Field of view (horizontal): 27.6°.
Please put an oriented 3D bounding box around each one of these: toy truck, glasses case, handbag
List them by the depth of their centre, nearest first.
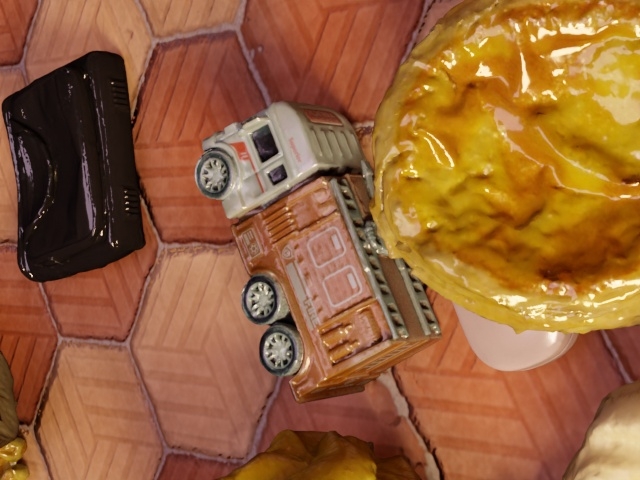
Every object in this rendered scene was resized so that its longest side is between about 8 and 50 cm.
[{"bbox_3d":[0.161,-0.022,1.238,0.113,0.075,0.297,-26,72,38],"label":"glasses case"},{"bbox_3d":[0.000,0.000,1.353,0.162,0.136,0.305,-31,73,32],"label":"toy truck"},{"bbox_3d":[-0.332,-0.092,1.697,0.244,0.088,0.275,-16,81,46],"label":"handbag"}]

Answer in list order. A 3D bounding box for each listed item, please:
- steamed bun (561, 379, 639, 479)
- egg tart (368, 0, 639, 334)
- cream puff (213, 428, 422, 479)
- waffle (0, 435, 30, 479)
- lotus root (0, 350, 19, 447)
[{"bbox_3d":[0.322,0.267,0.989,0.325,0.230,0.372,21,103,42],"label":"steamed bun"},{"bbox_3d":[0.213,-0.069,1.112,0.341,0.132,0.341,-3,77,14],"label":"egg tart"},{"bbox_3d":[-0.036,0.321,1.285,0.324,0.291,0.257,-53,18,22],"label":"cream puff"},{"bbox_3d":[-0.477,0.347,1.857,0.211,0.055,0.160,-48,59,31],"label":"waffle"},{"bbox_3d":[-0.558,0.252,1.789,0.260,0.149,0.267,-36,43,6],"label":"lotus root"}]
